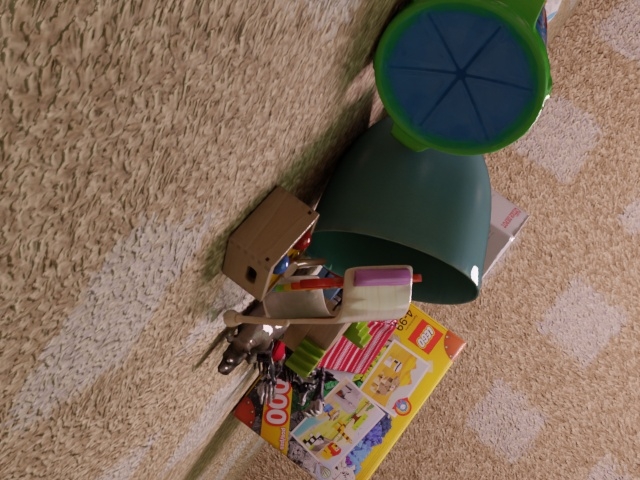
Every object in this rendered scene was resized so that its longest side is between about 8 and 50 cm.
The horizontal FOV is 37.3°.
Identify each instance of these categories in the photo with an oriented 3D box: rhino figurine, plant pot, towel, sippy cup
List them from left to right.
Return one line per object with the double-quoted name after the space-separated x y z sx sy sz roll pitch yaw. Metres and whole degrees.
-0.114 0.163 1.682 0.243 0.073 0.106 -41 169 -50 "rhino figurine"
0.028 0.237 2.251 0.198 0.275 0.031 -60 -149 33 "towel"
0.141 -0.059 1.531 0.293 0.293 0.235 96 11 -73 "plant pot"
0.216 -0.271 1.322 0.306 0.240 0.224 -10 -151 29 "sippy cup"

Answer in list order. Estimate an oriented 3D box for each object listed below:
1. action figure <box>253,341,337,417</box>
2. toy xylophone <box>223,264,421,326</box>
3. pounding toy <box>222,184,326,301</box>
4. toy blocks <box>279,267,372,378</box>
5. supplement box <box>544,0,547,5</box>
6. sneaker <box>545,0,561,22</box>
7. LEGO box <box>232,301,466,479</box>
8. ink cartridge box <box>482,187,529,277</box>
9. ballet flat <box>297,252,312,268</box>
-0.066 0.325 2.169 0.275 0.164 0.140 54 46 -60 "action figure"
-0.005 0.089 1.480 0.236 0.081 0.323 -1 175 -37 "toy xylophone"
-0.055 0.014 1.318 0.130 0.100 0.141 -49 170 -28 "pounding toy"
0.068 0.071 1.858 0.261 0.191 0.381 -57 171 31 "toy blocks"
0.306 -0.375 1.703 0.188 0.104 0.081 -51 171 -15 "supplement box"
0.470 -0.508 2.113 0.228 0.087 0.092 -54 172 -3 "sneaker"
0.074 0.365 2.455 0.500 0.372 0.193 -53 172 -11 "LEGO box"
0.308 -0.075 2.203 0.129 0.307 0.223 -58 170 25 "ink cartridge box"
-0.001 0.002 1.650 0.232 0.073 0.080 -40 163 -56 "ballet flat"
